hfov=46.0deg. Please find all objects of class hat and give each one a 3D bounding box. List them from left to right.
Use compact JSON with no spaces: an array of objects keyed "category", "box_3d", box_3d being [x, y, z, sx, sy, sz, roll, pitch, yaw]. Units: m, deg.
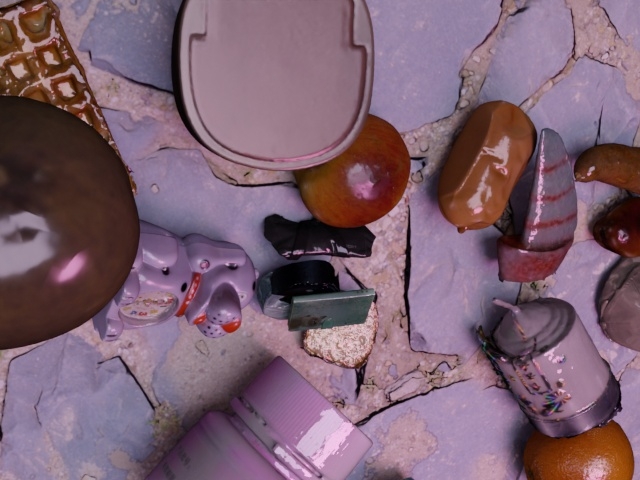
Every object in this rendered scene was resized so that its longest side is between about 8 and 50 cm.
[{"category":"hat","box_3d":[0.679,0.132,1.463,0.149,0.245,0.214,-39,110,-32]}]

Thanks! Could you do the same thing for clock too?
[{"category":"clock","box_3d":[-0.209,0.060,1.146,0.254,0.189,0.189,8,97,-29]}]

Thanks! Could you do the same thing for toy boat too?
[{"category":"toy boat","box_3d":[0.399,-0.070,1.338,0.206,0.096,0.282,-16,119,-31]}]

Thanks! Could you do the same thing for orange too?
[{"category":"orange","box_3d":[0.493,0.423,1.449,0.206,0.206,0.206,-4,101,-20]}]

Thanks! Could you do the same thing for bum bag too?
[{"category":"bum bag","box_3d":[0.000,0.000,1.252,0.198,0.087,0.049,2,131,-20]}]

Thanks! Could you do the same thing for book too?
[{"category":"book","box_3d":[0.016,0.117,1.237,0.135,0.017,0.103,-5,145,-13]}]

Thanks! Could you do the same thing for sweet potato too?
[{"category":"sweet potato","box_3d":[0.620,-0.126,1.438,0.341,0.114,0.092,9,124,-16]}]

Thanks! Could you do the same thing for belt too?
[{"category":"belt","box_3d":[-0.035,0.081,1.237,0.140,0.058,0.105,-12,144,-3]}]

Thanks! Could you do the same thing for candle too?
[{"category":"candle","box_3d":[0.402,0.199,1.374,0.187,0.187,0.330,-38,110,-10]}]

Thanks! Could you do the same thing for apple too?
[{"category":"apple","box_3d":[0.057,-0.110,1.219,0.173,0.160,0.195,30,95,-44]}]

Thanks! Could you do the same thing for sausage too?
[{"category":"sausage","box_3d":[0.286,-0.125,1.305,0.136,0.120,0.241,33,84,-29]}]

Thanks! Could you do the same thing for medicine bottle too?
[{"category":"medicine bottle","box_3d":[-0.099,0.368,1.185,0.325,0.256,0.256,-47,112,-10]}]

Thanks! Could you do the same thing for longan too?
[{"category":"longan","box_3d":[-0.377,-0.020,0.887,0.319,0.319,0.319,-4,101,-20]}]

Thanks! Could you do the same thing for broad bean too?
[{"category":"broad bean","box_3d":[0.609,-0.026,1.464,0.165,0.084,0.114,-24,116,-20]}]

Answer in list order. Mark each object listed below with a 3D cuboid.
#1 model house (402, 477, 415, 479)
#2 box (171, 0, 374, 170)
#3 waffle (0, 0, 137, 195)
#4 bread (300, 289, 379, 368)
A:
[{"category":"model house","box_3d":[0.123,0.610,1.353,0.249,0.230,0.280,-33,109,14]},{"category":"box","box_3d":[-0.087,-0.256,1.095,0.301,0.216,0.301,-5,103,-19]},{"category":"waffle","box_3d":[-0.413,-0.169,1.058,0.213,0.091,0.308,-25,109,-15]},{"category":"bread","box_3d":[0.035,0.151,1.309,0.126,0.044,0.129,17,96,-15]}]
